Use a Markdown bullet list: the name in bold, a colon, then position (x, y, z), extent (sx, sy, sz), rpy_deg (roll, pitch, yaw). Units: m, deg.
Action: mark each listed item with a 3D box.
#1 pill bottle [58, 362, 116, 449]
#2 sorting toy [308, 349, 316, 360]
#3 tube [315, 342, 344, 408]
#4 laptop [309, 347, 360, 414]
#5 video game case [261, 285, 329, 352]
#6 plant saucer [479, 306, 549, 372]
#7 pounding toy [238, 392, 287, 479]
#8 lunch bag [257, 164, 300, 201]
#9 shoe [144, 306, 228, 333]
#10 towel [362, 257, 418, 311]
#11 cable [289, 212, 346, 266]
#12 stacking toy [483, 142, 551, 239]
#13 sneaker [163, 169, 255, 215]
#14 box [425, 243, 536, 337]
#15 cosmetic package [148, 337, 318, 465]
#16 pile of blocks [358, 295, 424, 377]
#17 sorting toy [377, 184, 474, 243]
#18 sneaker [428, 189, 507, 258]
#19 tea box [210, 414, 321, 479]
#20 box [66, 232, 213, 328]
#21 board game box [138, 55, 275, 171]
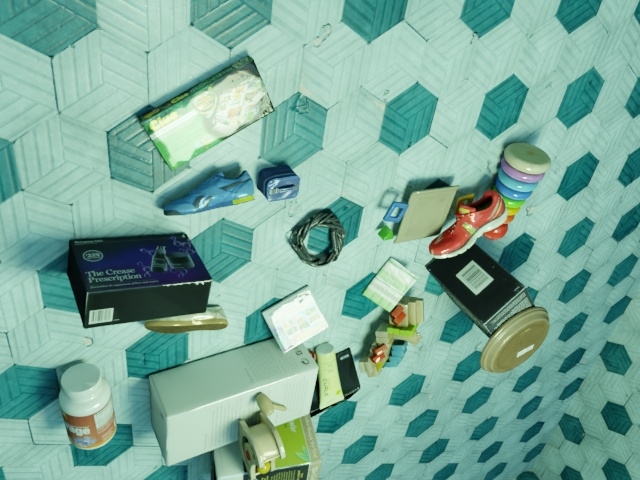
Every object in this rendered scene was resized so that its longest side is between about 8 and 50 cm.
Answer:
- **pill bottle**: position (-0.583, 0.412, 1.484), extent (0.121, 0.121, 0.216), rpy_deg (-15, 132, -26)
- **sorting toy**: position (-0.054, 0.396, 1.894), extent (0.042, 0.061, 0.102), rpy_deg (16, 92, -42)
- **tube**: position (0.028, 0.450, 1.956), extent (0.070, 0.062, 0.240), rpy_deg (3, 119, 16)
- **laptop**: position (0.005, 0.513, 2.071), extent (0.234, 0.136, 0.264), rpy_deg (-21, 160, -19)
- **video game case**: position (-0.071, 0.229, 1.721), extent (0.157, 0.019, 0.143), rpy_deg (-29, 107, -12)
- **plant saucer**: position (0.630, 0.327, 1.902), extent (0.278, 0.041, 0.277), rpy_deg (-21, 135, -22)
- **pounding toy**: position (-0.135, 0.561, 1.666), extent (0.155, 0.154, 0.269), rpy_deg (-16, 135, -24)
- **lunch bag**: position (-0.094, -0.132, 1.410), extent (0.098, 0.065, 0.067), rpy_deg (-13, 132, -26)
- **shoe**: position (-0.346, 0.201, 1.530), extent (0.219, 0.058, 0.076), rpy_deg (3, 154, -33)
- **towel**: position (0.218, 0.138, 1.864), extent (0.113, 0.023, 0.152), rpy_deg (35, 106, -9)
- **cable**: position (0.000, 0.000, 1.614), extent (0.150, 0.047, 0.184), rpy_deg (-43, 136, -4)
- **stacking toy**: position (0.592, -0.135, 1.859), extent (0.141, 0.141, 0.330), rpy_deg (-13, 136, -27)
- **sneaker**: position (-0.253, -0.107, 1.332), extent (0.209, 0.069, 0.082), rpy_deg (-15, 100, -14)
- **box**: position (0.543, 0.177, 1.960), extent (0.183, 0.296, 0.294), rpy_deg (-42, 139, 2)
- **cosmetic package**: position (-0.249, 0.451, 1.725), extent (0.453, 0.161, 0.230), rpy_deg (-12, 132, -28)
- **pile of blocks**: position (0.236, 0.344, 1.965), extent (0.112, 0.149, 0.362), rpy_deg (-39, 154, -57)
- **sorting toy**: position (0.306, -0.084, 1.752), extent (0.348, 0.047, 0.196), rpy_deg (-10, 134, -33)
- **sneaker**: position (0.429, -0.056, 1.785), extent (0.279, 0.107, 0.118), rpy_deg (-36, 123, -6)
- **tea box**: position (-0.186, 0.736, 1.921), extent (0.324, 0.220, 0.329), rpy_deg (-2, 129, -14)
- **box**: position (-0.393, 0.079, 1.289), extent (0.261, 0.184, 0.103), rpy_deg (-4, 125, -33)
- **board game box**: position (-0.230, -0.262, 1.232), extent (0.260, 0.030, 0.136), rpy_deg (-32, 140, -9)
